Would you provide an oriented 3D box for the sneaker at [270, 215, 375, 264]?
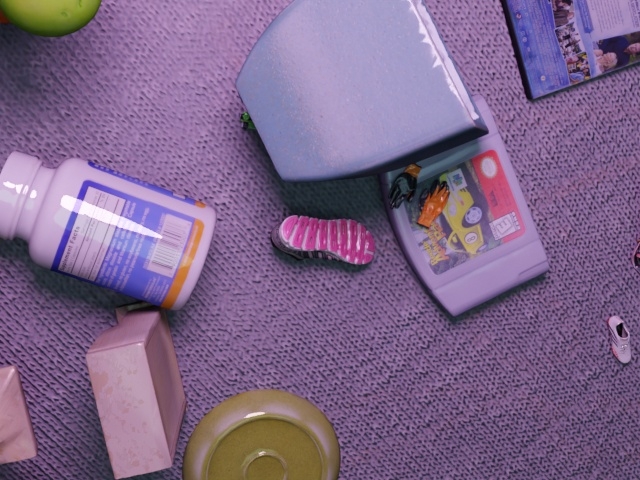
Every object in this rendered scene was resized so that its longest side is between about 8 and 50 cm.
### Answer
[{"bbox_3d":[0.000,0.000,1.277,0.170,0.075,0.063,9,79,-35],"label":"sneaker"}]

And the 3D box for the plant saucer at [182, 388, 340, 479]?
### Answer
[{"bbox_3d":[-0.084,0.342,1.324,0.241,0.037,0.240,-2,100,-11],"label":"plant saucer"}]

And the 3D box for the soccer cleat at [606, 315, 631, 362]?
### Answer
[{"bbox_3d":[0.477,0.159,1.409,0.029,0.035,0.083,-20,102,-8],"label":"soccer cleat"}]

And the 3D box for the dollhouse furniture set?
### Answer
[{"bbox_3d":[-0.389,0.213,1.139,0.394,0.256,0.362,-12,97,-3],"label":"dollhouse furniture set"}]

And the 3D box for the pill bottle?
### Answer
[{"bbox_3d":[-0.287,-0.018,1.165,0.272,0.152,0.152,20,95,-13],"label":"pill bottle"}]

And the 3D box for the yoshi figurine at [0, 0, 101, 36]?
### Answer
[{"bbox_3d":[-0.322,-0.298,1.003,0.203,0.362,0.203,17,95,-14],"label":"yoshi figurine"}]

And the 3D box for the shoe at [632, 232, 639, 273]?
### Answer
[{"bbox_3d":[0.521,-0.005,1.377,0.081,0.063,0.178,-30,108,-11],"label":"shoe"}]

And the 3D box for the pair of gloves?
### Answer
[{"bbox_3d":[0.140,-0.064,1.265,0.083,0.010,0.074,29,93,-13],"label":"pair of gloves"}]

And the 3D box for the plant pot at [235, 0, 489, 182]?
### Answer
[{"bbox_3d":[0.043,-0.193,1.144,0.252,0.247,0.247,-27,88,15],"label":"plant pot"}]

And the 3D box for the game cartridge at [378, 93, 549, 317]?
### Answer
[{"bbox_3d":[0.202,-0.043,1.314,0.196,0.060,0.294,-25,103,-3],"label":"game cartridge"}]

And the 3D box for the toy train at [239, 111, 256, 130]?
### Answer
[{"bbox_3d":[-0.074,-0.164,1.254,0.083,0.017,0.023,7,108,-13],"label":"toy train"}]

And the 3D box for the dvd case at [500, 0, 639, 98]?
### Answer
[{"bbox_3d":[0.399,-0.334,1.321,0.253,0.022,0.180,-20,102,-8],"label":"dvd case"}]
